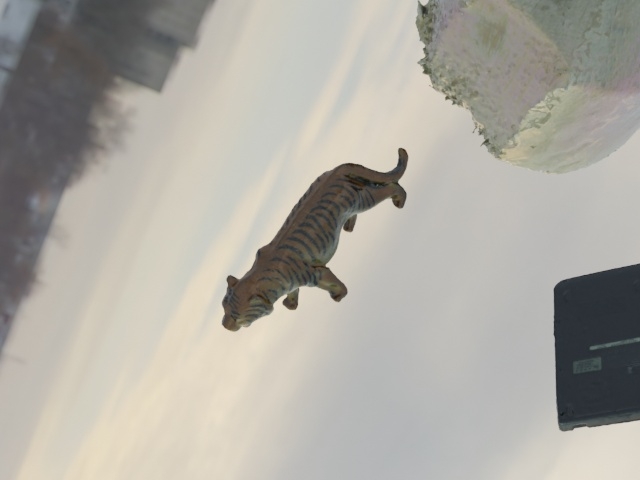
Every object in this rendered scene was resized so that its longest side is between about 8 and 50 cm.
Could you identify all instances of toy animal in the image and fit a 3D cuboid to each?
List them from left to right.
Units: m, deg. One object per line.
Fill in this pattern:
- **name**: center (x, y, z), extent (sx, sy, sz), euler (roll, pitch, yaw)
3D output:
- **toy animal**: center (0.000, 0.000, 1.602), extent (0.057, 0.099, 0.241), euler (33, -98, 39)

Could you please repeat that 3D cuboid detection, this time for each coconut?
- **coconut**: center (0.254, -0.246, 1.767), extent (0.309, 0.297, 0.297), euler (114, -8, -59)

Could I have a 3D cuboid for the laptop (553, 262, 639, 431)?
- **laptop**: center (0.289, 0.074, 1.387), extent (0.207, 0.026, 0.154), euler (-11, -127, 21)
